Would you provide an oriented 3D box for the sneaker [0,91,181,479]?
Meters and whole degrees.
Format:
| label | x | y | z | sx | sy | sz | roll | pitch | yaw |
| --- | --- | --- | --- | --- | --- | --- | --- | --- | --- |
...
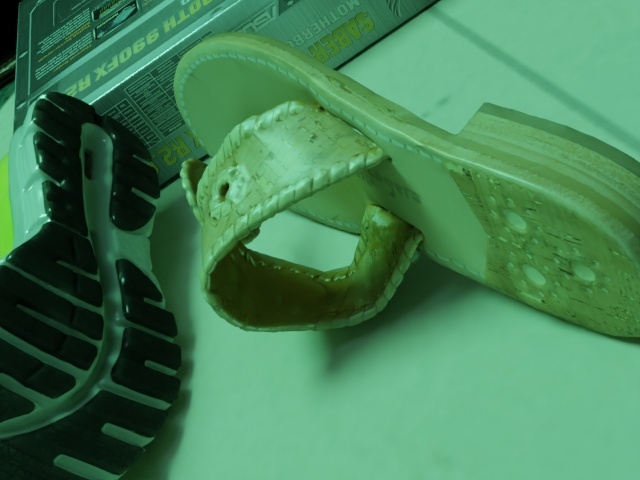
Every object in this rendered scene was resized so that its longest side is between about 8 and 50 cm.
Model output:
| label | x | y | z | sx | sy | sz | roll | pitch | yaw |
| --- | --- | --- | --- | --- | --- | --- | --- | --- | --- |
| sneaker | -0.111 | 0.036 | 0.477 | 0.094 | 0.081 | 0.208 | -43 | 28 | 26 |

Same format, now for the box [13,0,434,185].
| label | x | y | z | sx | sy | sz | roll | pitch | yaw |
| --- | --- | --- | --- | --- | --- | --- | --- | --- | --- |
| box | -0.046 | -0.128 | 0.615 | 0.231 | 0.056 | 0.183 | -33 | 34 | 9 |

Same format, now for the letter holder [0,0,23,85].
| label | x | y | z | sx | sy | sz | roll | pitch | yaw |
| --- | --- | --- | --- | --- | --- | --- | --- | --- | --- |
| letter holder | -0.212 | -0.261 | 0.859 | 0.214 | 0.152 | 0.302 | -30 | 33 | 11 |

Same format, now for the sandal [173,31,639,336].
| label | x | y | z | sx | sy | sz | roll | pitch | yaw |
| --- | --- | --- | --- | --- | --- | --- | --- | --- | --- |
| sandal | -0.003 | -0.005 | 0.394 | 0.079 | 0.088 | 0.240 | -46 | 37 | -21 |
